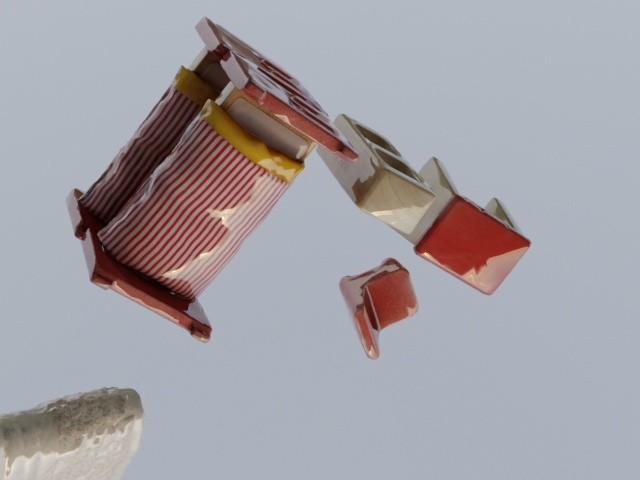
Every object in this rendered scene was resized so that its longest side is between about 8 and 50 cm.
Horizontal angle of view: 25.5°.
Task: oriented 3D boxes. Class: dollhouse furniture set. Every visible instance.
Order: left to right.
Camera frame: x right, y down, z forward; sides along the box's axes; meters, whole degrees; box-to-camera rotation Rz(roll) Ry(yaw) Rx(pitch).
[{"bbox_3d":[0.000,0.000,1.187,0.374,0.152,0.201,29,-75,-32],"label":"dollhouse furniture set"}]

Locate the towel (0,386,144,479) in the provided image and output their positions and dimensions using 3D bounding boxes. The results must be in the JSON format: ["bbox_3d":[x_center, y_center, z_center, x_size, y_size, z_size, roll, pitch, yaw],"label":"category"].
[{"bbox_3d":[-0.238,0.203,0.916,0.187,0.282,0.049,-11,-125,-40],"label":"towel"}]
